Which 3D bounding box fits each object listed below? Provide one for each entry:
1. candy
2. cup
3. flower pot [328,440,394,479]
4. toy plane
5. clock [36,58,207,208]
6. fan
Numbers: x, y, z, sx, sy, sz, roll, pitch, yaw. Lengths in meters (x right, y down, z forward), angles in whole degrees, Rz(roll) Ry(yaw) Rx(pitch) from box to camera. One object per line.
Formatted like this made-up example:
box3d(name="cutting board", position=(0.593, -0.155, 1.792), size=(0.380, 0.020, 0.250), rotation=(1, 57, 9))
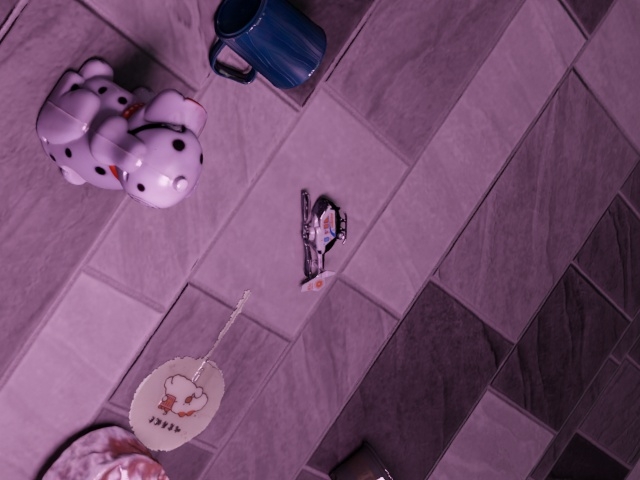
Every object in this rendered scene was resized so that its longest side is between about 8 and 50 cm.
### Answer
box3d(name="candy", position=(-0.361, 0.454, 1.727), size=(0.214, 0.157, 0.289), rotation=(5, 109, -47))
box3d(name="cup", position=(-0.086, -0.296, 1.588), size=(0.138, 0.113, 0.150), rotation=(33, 88, -44))
box3d(name="flower pot", position=(0.089, 0.500, 2.152), size=(0.107, 0.157, 0.157), rotation=(-30, 130, -7))
box3d(name="toy plane", position=(0.001, 0.000, 1.870), size=(0.078, 0.053, 0.197), rotation=(-11, 119, -27))
box3d(name="clock", position=(-0.248, -0.130, 1.445), size=(0.189, 0.254, 0.188), rotation=(-17, 118, -36))
box3d(name="fan", position=(-0.208, 0.225, 1.837), size=(0.191, 0.009, 0.329), rotation=(35, 89, -45))
